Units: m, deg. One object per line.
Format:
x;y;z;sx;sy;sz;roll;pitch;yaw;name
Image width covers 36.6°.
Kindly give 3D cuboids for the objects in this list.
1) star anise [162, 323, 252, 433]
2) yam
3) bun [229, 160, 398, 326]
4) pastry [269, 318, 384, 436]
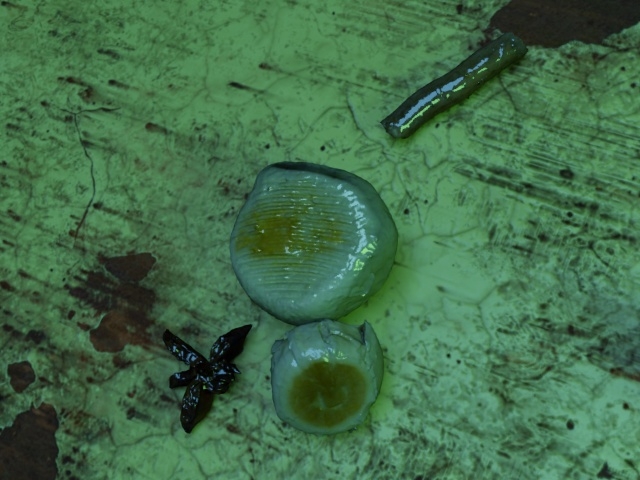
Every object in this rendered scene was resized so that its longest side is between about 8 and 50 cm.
-0.172;0.172;1.326;0.140;0.144;0.158;-16;68;18;star anise
0.195;-0.224;1.420;0.241;0.057;0.057;-34;66;-1;yam
0.000;0.000;1.336;0.243;0.153;0.244;-3;83;28;bun
0.009;0.180;1.271;0.165;0.166;0.088;-24;28;5;pastry
